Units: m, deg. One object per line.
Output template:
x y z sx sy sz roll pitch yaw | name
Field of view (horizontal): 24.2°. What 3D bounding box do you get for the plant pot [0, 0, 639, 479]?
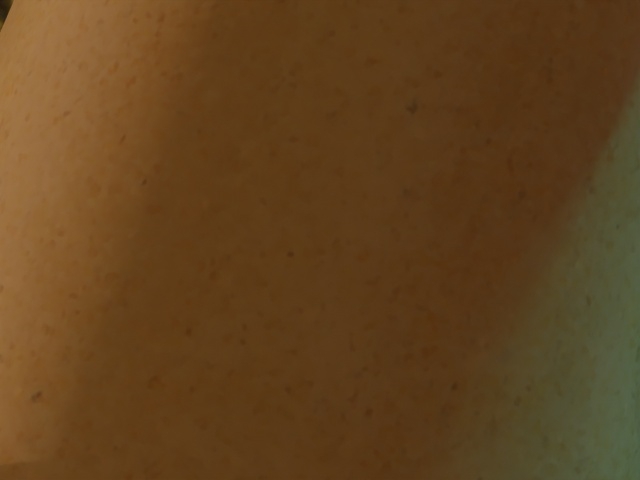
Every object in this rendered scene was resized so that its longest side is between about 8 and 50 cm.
0.000 0.000 0.521 0.334 0.334 0.305 16 -87 -3 | plant pot
